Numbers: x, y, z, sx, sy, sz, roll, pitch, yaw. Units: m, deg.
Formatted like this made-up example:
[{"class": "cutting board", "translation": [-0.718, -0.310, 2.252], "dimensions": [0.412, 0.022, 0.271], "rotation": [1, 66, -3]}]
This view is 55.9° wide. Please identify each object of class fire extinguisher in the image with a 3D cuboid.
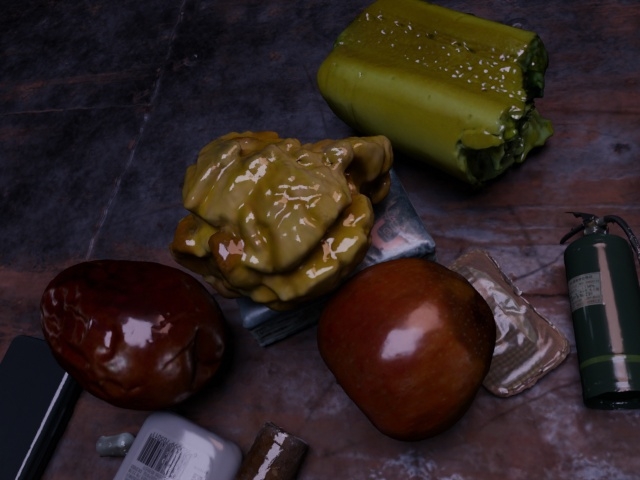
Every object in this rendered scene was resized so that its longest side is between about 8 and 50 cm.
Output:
[{"class": "fire extinguisher", "translation": [0.382, 0.071, 0.807], "dimensions": [0.118, 0.093, 0.295], "rotation": [-35, 42, 49]}]

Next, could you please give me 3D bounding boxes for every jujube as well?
[{"class": "jujube", "translation": [-0.290, 0.131, 0.922], "dimensions": [0.317, 0.223, 0.223], "rotation": [14, 66, 35]}]

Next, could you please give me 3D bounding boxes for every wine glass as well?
[{"class": "wine glass", "translation": [-0.300, 0.308, 0.920], "dimensions": [0.083, 0.042, 0.039], "rotation": [-9, 30, 15]}]

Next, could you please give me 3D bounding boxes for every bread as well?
[{"class": "bread", "translation": [0.184, -0.242, 0.980], "dimensions": [0.376, 0.208, 0.251], "rotation": [32, 71, 30]}]

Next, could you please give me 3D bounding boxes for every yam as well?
[{"class": "yam", "translation": [-0.077, 0.323, 0.818], "dimensions": [0.079, 0.079, 0.141], "rotation": [20, 68, 27]}]

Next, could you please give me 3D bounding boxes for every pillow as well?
[{"class": "pillow", "translation": [0.242, 0.114, 0.861], "dimensions": [0.135, 0.034, 0.211], "rotation": [-36, 58, -4]}]

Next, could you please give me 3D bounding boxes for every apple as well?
[{"class": "apple", "translation": [0.116, 0.136, 0.780], "dimensions": [0.229, 0.230, 0.230], "rotation": [-8, 59, 13]}]

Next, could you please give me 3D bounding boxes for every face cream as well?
[{"class": "face cream", "translation": [-0.242, 0.410, 0.816], "dimensions": [0.162, 0.080, 0.337], "rotation": [18, 68, 19]}]

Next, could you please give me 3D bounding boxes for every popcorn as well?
[{"class": "popcorn", "translation": [-0.039, -0.043, 0.801], "dimensions": [0.332, 0.225, 0.265], "rotation": [-25, 36, -14]}]

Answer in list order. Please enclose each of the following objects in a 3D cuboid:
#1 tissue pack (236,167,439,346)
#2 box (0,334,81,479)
[{"class": "tissue pack", "translation": [0.000, 0.000, 0.965], "dimensions": [0.315, 0.103, 0.228], "rotation": [-24, 55, 3]}, {"class": "box", "translation": [-0.489, 0.277, 0.993], "dimensions": [0.160, 0.050, 0.230], "rotation": [9, 64, 21]}]
